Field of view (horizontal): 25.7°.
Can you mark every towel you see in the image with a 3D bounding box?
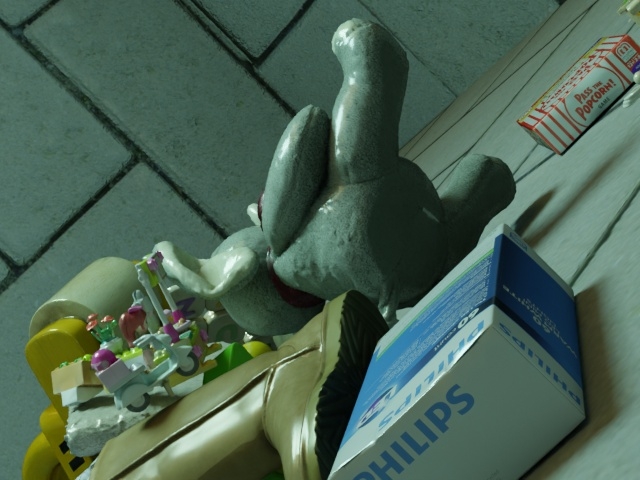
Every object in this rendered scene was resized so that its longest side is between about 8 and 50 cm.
[{"bbox_3d":[-0.164,0.160,1.428,0.187,0.049,0.282,-12,7,-6],"label":"towel"}]

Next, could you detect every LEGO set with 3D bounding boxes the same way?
[{"bbox_3d":[-0.174,0.079,1.256,0.132,0.107,0.287,-28,6,-21],"label":"LEGO set"}]

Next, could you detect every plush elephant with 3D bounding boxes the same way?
[{"bbox_3d":[0.000,0.000,1.375,0.255,0.272,0.330,-7,57,43],"label":"plush elephant"}]

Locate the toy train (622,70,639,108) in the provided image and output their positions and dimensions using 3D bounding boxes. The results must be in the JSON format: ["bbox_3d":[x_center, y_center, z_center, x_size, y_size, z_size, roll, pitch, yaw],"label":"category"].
[{"bbox_3d":[0.322,-0.153,1.219,0.125,0.046,0.166,-45,0,31],"label":"toy train"}]

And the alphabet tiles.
[{"bbox_3d":[-0.129,0.136,1.879,0.284,0.021,0.278,-17,-38,-21],"label":"alphabet tiles"}]

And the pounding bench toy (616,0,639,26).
[{"bbox_3d":[0.372,-0.251,1.558,0.052,0.065,0.083,-42,5,32],"label":"pounding bench toy"}]

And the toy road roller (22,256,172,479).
[{"bbox_3d":[-0.270,0.209,1.708,0.241,0.329,0.202,-21,14,26],"label":"toy road roller"}]

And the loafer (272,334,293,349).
[{"bbox_3d":[-0.026,0.126,1.710,0.094,0.087,0.251,-45,3,5],"label":"loafer"}]

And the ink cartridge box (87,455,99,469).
[{"bbox_3d":[-0.106,0.192,1.505,0.223,0.045,0.224,-14,15,25],"label":"ink cartridge box"}]

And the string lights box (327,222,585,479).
[{"bbox_3d":[0.090,0.084,0.883,0.133,0.077,0.259,-45,3,16],"label":"string lights box"}]

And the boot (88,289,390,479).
[{"bbox_3d":[-0.067,0.175,1.041,0.269,0.089,0.236,-33,20,24],"label":"boot"}]

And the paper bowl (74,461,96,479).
[{"bbox_3d":[-0.233,0.333,1.235,0.284,0.148,0.284,-46,3,3],"label":"paper bowl"}]

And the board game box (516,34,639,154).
[{"bbox_3d":[0.302,-0.170,1.618,0.147,0.045,0.193,-45,3,6],"label":"board game box"}]

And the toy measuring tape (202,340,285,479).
[{"bbox_3d":[-0.053,0.214,1.183,0.121,0.121,0.330,-44,27,31],"label":"toy measuring tape"}]
